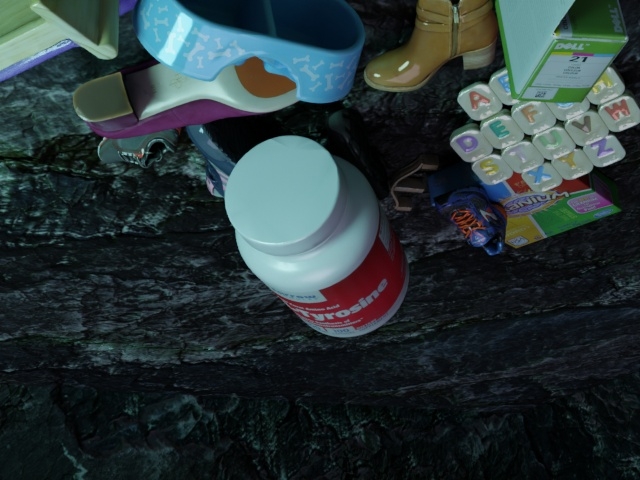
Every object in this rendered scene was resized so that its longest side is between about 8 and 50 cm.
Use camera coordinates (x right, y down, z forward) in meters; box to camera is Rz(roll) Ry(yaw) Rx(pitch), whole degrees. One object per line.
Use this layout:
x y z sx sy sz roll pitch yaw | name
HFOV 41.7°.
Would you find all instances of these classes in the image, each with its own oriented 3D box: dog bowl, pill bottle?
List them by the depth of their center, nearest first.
-0.077 -0.268 1.042 0.297 0.166 0.074 8 141 -25 | dog bowl
0.000 0.000 1.365 0.229 0.229 0.408 -11 156 13 | pill bottle

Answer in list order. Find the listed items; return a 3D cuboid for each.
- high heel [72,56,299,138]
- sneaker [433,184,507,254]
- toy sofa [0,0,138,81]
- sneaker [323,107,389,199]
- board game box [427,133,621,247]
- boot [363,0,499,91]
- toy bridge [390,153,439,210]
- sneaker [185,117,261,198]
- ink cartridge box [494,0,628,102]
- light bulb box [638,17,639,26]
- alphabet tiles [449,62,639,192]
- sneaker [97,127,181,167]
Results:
-0.162 -0.228 1.220 0.377 0.127 0.181 -7 -176 -3 | high heel
0.283 -0.036 1.531 0.083 0.087 0.221 -24 149 35 | sneaker
-0.402 -0.239 1.048 0.362 0.150 0.177 -17 152 25 | toy sofa
0.043 -0.130 1.426 0.106 0.101 0.267 -9 155 14 | sneaker
0.394 -0.090 1.614 0.242 0.064 0.316 -24 149 36 | board game box
0.143 -0.285 1.148 0.197 0.073 0.152 -15 151 8 | boot
0.164 -0.106 1.587 0.063 0.026 0.188 3 155 -11 | toy bridge
-0.154 -0.119 1.400 0.131 0.112 0.319 -17 152 20 | sneaker
0.296 -0.307 0.972 0.097 0.189 0.255 1 155 -10 | ink cartridge box
0.654 -0.251 1.011 0.358 0.225 0.361 -7 164 -44 | light bulb box
0.361 -0.182 1.360 0.284 0.021 0.278 -24 133 30 | alphabet tiles
-0.299 -0.148 1.367 0.158 0.065 0.061 -17 153 25 | sneaker
